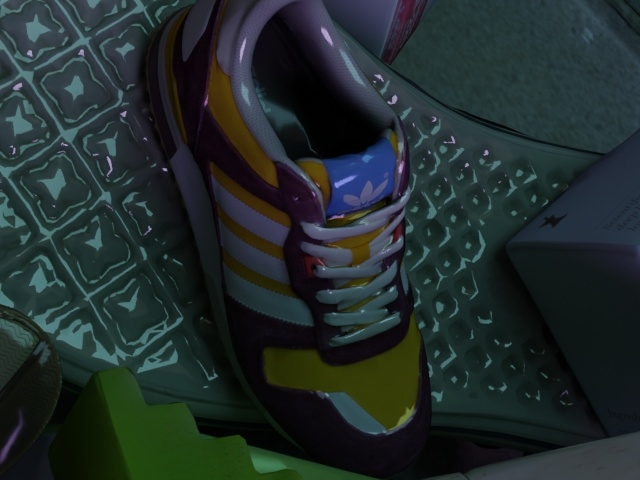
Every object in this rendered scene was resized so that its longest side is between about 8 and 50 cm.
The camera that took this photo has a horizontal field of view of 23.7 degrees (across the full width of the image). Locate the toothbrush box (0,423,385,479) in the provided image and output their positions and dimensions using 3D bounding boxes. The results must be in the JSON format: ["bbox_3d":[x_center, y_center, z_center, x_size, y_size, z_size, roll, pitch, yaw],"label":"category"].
[{"bbox_3d":[0.010,0.195,0.549,0.283,0.122,0.206,17,74,-26],"label":"toothbrush box"}]

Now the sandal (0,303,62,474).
[{"bbox_3d":[-0.165,0.082,0.512,0.180,0.049,0.072,-37,109,-4],"label":"sandal"}]

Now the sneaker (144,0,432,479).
[{"bbox_3d":[0.000,0.000,0.521,0.069,0.084,0.185,-29,100,-28],"label":"sneaker"}]

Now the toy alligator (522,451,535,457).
[{"bbox_3d":[0.054,0.146,0.705,0.190,0.056,0.051,-17,121,-44],"label":"toy alligator"}]

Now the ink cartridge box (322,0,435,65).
[{"bbox_3d":[0.010,-0.199,0.776,0.158,0.092,0.218,25,49,10],"label":"ink cartridge box"}]

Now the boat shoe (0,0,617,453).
[{"bbox_3d":[-0.013,-0.005,0.651,0.500,0.156,0.187,17,79,-30],"label":"boat shoe"}]

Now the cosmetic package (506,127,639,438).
[{"bbox_3d":[0.186,0.064,0.628,0.117,0.085,0.231,-40,110,-25],"label":"cosmetic package"}]

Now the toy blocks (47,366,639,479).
[{"bbox_3d":[0.103,0.203,0.407,0.261,0.191,0.381,-6,59,-31],"label":"toy blocks"}]
